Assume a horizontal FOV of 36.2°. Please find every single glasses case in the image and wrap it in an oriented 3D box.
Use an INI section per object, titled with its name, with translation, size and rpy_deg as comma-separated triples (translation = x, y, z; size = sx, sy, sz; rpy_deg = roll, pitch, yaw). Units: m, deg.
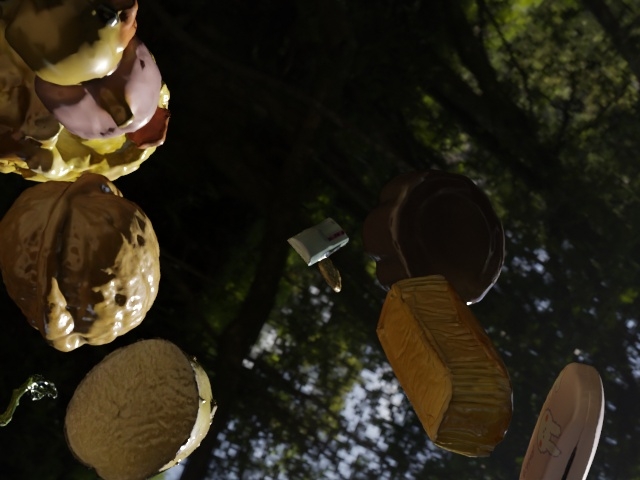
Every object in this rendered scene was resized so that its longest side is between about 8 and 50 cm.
[glasses case]
translation = 0.331, 0.303, 1.367
size = 0.113, 0.075, 0.296
rpy_deg = -77, 177, -59

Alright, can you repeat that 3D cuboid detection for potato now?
[potato]
translation = -0.215, 0.229, 1.266
size = 0.202, 0.117, 0.182
rpy_deg = -37, -120, 11

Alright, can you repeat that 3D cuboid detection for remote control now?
[remote control]
translation = 0.000, 0.000, 1.825
size = 0.029, 0.065, 0.166
rpy_deg = -46, 171, 31

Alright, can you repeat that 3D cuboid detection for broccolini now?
[broccolini]
translation = -0.478, 0.249, 1.566
size = 0.054, 0.052, 0.194
rpy_deg = -15, -177, 9

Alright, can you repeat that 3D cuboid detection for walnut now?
[walnut]
translation = -0.344, 0.027, 1.392
size = 0.257, 0.225, 0.256
rpy_deg = 13, 90, -80

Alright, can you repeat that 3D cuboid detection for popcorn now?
[popcorn]
translation = -0.498, -0.281, 1.867
size = 0.354, 0.390, 0.343
rpy_deg = 10, -81, 48

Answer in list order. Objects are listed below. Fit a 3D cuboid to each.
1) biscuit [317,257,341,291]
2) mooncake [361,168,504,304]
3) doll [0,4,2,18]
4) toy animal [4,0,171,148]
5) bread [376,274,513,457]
[biscuit]
translation = 0.018, 0.064, 1.963
size = 0.018, 0.071, 0.147
rpy_deg = -36, -173, 7
[mooncake]
translation = 0.191, -0.002, 1.662
size = 0.133, 0.245, 0.244
rpy_deg = -6, -120, 56
[doll]
translation = -0.591, -0.512, 1.696
size = 0.196, 0.152, 0.255
rpy_deg = -27, -125, 16
[toy animal]
translation = -0.305, -0.244, 1.279
size = 0.169, 0.281, 0.195
rpy_deg = -22, -119, -8
[bread]
translation = 0.177, 0.176, 1.445
size = 0.288, 0.119, 0.152
rpy_deg = -117, -142, -52
